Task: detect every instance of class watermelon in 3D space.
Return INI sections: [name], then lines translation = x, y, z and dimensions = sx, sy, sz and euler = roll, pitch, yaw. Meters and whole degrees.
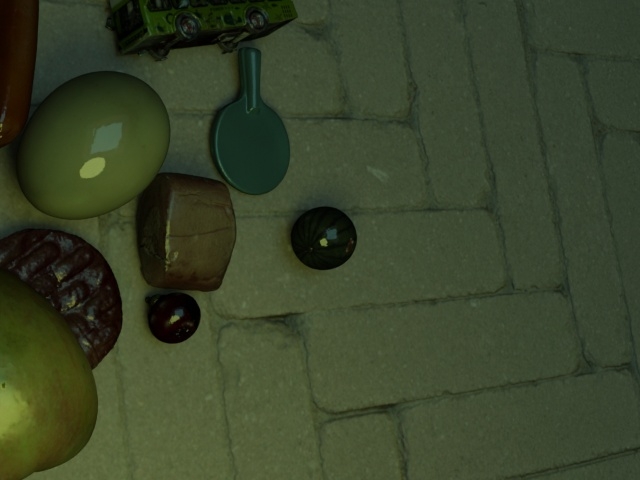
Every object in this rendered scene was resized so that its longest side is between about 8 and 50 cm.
[watermelon]
translation = 0.000, 0.000, 1.856
dimensions = 0.133, 0.105, 0.105
euler = -31, 98, -59

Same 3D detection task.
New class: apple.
[apple]
translation = -0.438, 0.166, 1.362
dimensions = 0.319, 0.319, 0.277
euler = -17, 86, -39

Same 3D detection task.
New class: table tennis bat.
[table tennis bat]
translation = -0.113, -0.195, 1.867
dimensions = 0.153, 0.040, 0.244
euler = 3, 82, -39

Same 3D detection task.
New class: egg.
[egg]
translation = -0.318, -0.132, 1.603
dimensions = 0.242, 0.186, 0.186
euler = -44, 106, -26

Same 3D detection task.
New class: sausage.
[sausage]
translation = -0.434, -0.260, 1.590
dimensions = 0.083, 0.089, 0.300
euler = 19, 60, -43

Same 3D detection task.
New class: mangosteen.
[mangosteen]
translation = -0.216, 0.111, 1.689
dimensions = 0.081, 0.081, 0.081
euler = 10, 72, -35

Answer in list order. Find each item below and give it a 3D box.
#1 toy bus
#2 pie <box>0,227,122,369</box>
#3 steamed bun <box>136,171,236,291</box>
[toy bus]
translation = -0.187, -0.372, 1.816
dimensions = 0.302, 0.113, 0.139
euler = -15, 88, -41
[pie]
translation = -0.374, 0.088, 1.590
dimensions = 0.204, 0.054, 0.218
euler = -22, 90, -38
[steamed bun]
translation = -0.201, -0.011, 1.718
dimensions = 0.145, 0.106, 0.175
euler = 4, 90, -42
